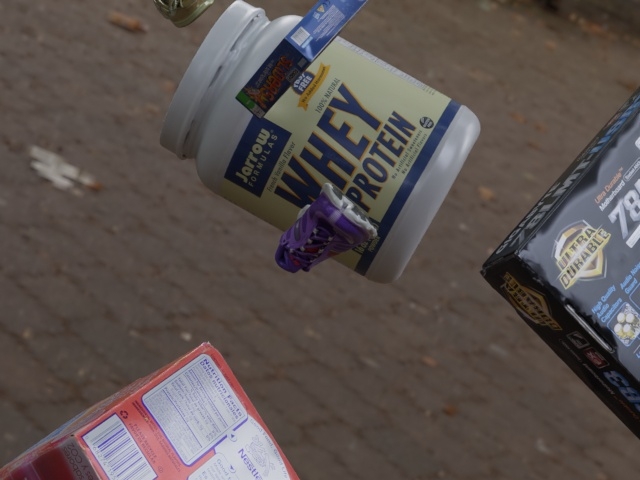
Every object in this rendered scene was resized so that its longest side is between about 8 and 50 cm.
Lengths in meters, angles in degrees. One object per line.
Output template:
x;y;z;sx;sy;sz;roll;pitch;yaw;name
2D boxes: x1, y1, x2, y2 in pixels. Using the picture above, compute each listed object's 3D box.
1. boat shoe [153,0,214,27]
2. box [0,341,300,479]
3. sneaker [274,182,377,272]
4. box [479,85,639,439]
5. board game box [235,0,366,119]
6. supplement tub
-0.180;-0.306;1.902;0.048;0.056;0.153;50;-6;-25;boat shoe
-0.073;0.238;0.941;0.300;0.142;0.154;57;35;-2;box
0.000;0.000;1.416;0.068;0.071;0.170;43;-20;-1;sneaker
0.321;0.024;1.204;0.293;0.295;0.073;45;-25;-4;box
0.009;-0.216;1.463;0.035;0.201;0.136;42;-29;-4;board game box
-0.001;-0.120;1.784;0.324;0.235;0.235;29;16;2;supplement tub
